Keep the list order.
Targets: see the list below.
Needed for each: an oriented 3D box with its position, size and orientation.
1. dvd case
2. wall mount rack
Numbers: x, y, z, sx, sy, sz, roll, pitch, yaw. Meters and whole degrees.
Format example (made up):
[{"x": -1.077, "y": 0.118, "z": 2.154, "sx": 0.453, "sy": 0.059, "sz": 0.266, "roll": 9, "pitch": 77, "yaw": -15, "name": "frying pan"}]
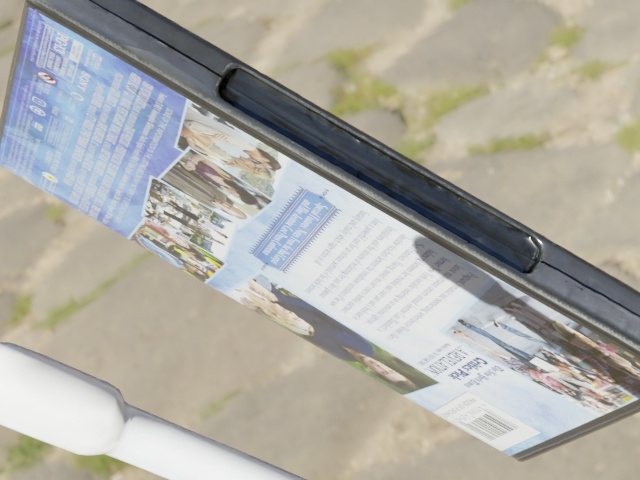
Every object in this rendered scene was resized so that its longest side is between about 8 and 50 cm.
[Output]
[{"x": 0.000, "y": 0.000, "z": 0.667, "sx": 0.022, "sy": 0.253, "sz": 0.180, "roll": -61, "pitch": 5, "yaw": -20, "name": "dvd case"}, {"x": 0.037, "y": 0.179, "z": 0.400, "sx": 0.130, "sy": 0.304, "sz": 0.350, "roll": -19, "pitch": 35, "yaw": 0, "name": "wall mount rack"}]
